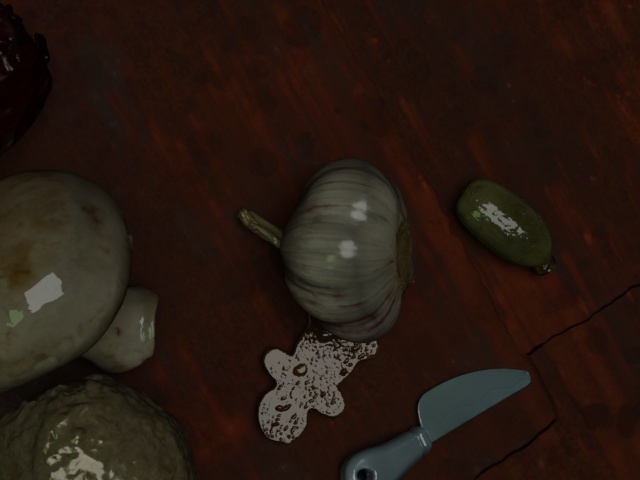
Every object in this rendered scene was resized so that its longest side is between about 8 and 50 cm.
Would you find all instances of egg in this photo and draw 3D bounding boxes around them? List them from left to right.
[{"bbox_3d":[-0.274,0.302,1.411,0.279,0.279,0.310,-26,124,-16],"label":"egg"}]

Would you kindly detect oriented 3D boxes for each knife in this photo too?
[{"bbox_3d":[0.163,0.257,1.675,0.331,0.044,0.080,-32,87,-22],"label":"knife"}]

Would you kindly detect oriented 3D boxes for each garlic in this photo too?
[{"bbox_3d":[0.000,0.000,1.582,0.253,0.245,0.245,9,81,20],"label":"garlic"}]

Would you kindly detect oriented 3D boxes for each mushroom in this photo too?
[{"bbox_3d":[-0.335,0.075,1.440,0.290,0.297,0.297,46,74,-35],"label":"mushroom"}]

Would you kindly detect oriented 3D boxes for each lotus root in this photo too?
[{"bbox_3d":[0.278,-0.017,1.707,0.183,0.077,0.090,42,76,-7],"label":"lotus root"}]

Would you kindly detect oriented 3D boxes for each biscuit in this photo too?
[{"bbox_3d":[-0.018,0.188,1.629,0.138,0.031,0.205,35,76,-6],"label":"biscuit"}]

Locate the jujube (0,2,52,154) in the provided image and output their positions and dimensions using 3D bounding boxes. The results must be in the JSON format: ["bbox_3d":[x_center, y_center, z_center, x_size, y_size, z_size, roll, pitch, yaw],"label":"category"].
[{"bbox_3d":[-0.519,-0.249,1.429,0.377,0.258,0.258,35,77,-3],"label":"jujube"}]
